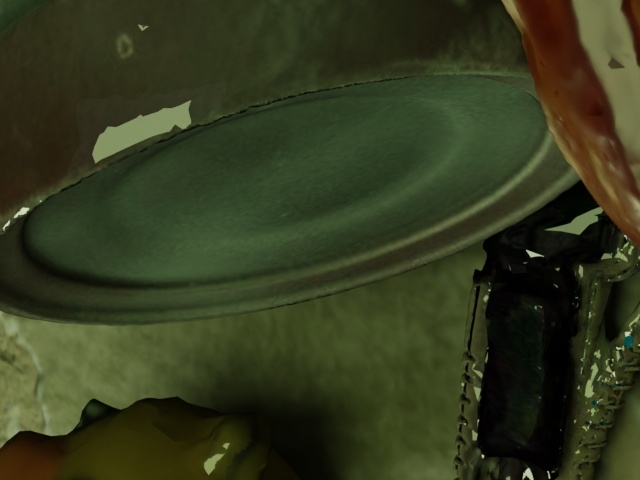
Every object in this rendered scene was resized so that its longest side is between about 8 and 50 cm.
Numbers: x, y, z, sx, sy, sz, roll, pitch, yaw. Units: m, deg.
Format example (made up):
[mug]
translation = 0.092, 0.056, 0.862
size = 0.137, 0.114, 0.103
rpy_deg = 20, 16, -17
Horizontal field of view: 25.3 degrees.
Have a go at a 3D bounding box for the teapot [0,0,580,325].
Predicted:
[teapot]
translation = -0.081, -0.133, 0.551
size = 0.315, 0.233, 0.312
rpy_deg = -19, 72, 13

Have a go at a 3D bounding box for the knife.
[knife]
translation = 0.088, 0.141, 0.615
size = 0.089, 0.043, 0.365
rpy_deg = 20, 113, 36

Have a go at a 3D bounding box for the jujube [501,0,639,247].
[jujube]
translation = 0.124, -0.109, 0.369
size = 0.174, 0.174, 0.250
rpy_deg = -8, 87, 40

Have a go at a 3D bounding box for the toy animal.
[toy animal]
translation = -0.097, 0.185, 0.705
size = 0.169, 0.195, 0.281
rpy_deg = 18, 123, -8
